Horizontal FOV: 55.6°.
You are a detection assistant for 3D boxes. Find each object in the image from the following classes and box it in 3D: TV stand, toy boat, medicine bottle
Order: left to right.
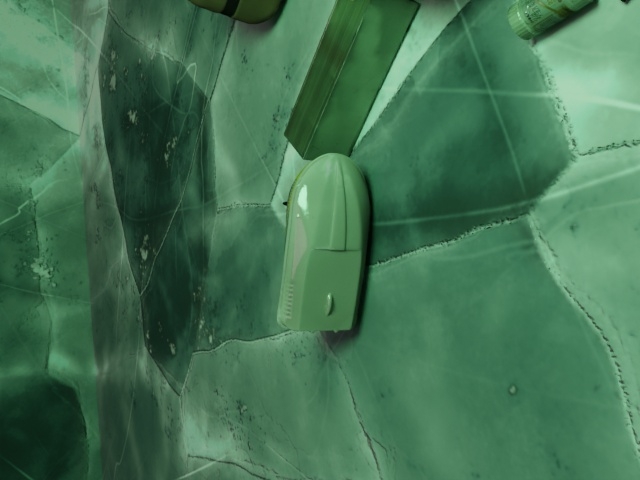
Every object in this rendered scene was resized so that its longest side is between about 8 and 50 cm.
[{"bbox_3d":[0.002,0.006,0.941,0.141,0.141,0.269,-1,86,53],"label":"toy boat"},{"bbox_3d":[0.040,-0.253,0.921,0.082,0.088,0.269,55,131,39],"label":"TV stand"},{"bbox_3d":[0.254,-0.262,0.670,0.083,0.047,0.047,-24,71,50],"label":"medicine bottle"}]

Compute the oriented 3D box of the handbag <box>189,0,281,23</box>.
[{"bbox_3d":[-0.165,-0.545,1.037,0.301,0.283,0.149,-60,44,34],"label":"handbag"}]

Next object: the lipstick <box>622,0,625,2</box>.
[{"bbox_3d":[0.281,-0.321,0.653,0.027,0.027,0.176,-50,53,40],"label":"lipstick"}]
